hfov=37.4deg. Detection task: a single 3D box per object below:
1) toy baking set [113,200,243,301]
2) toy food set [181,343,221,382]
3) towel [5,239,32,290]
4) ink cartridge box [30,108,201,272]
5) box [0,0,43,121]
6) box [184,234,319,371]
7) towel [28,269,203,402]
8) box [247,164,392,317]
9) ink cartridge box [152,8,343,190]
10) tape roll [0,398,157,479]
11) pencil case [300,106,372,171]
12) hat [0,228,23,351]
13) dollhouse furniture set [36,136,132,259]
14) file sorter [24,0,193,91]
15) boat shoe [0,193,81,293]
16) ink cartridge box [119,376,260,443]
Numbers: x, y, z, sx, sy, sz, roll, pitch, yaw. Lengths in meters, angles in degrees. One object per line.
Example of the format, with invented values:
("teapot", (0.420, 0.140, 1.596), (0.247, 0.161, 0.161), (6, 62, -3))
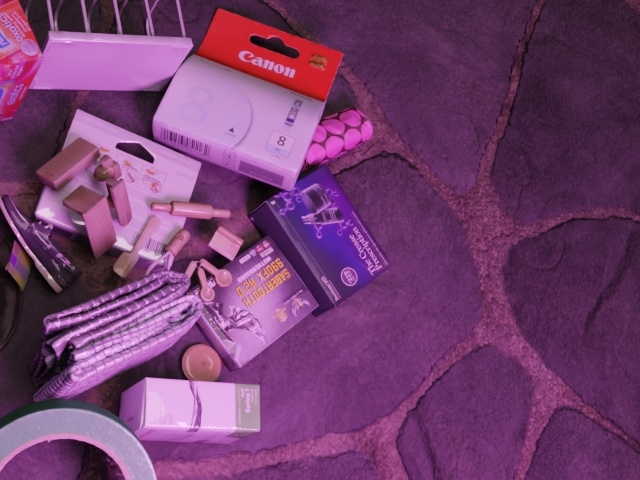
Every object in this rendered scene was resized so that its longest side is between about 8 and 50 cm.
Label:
("toy baking set", (-0.266, 0.014, 1.817), (0.256, 0.030, 0.196), (10, 68, -26))
("toy food set", (-0.230, 0.242, 1.829), (0.082, 0.020, 0.083), (-35, 90, -34))
("towel", (-0.542, 0.044, 1.698), (0.083, 0.009, 0.060), (-95, 165, -48))
("ink cartridge box", (-0.393, -0.093, 1.838), (0.275, 0.060, 0.239), (23, 62, -20))
("box", (-0.601, -0.309, 1.683), (0.123, 0.257, 0.128), (-20, 83, -35))
("box", (-0.142, 0.124, 1.899), (0.231, 0.056, 0.183), (-36, 91, -33))
("towel", (-0.368, 0.168, 1.654), (0.284, 0.235, 0.121), (-25, 82, -34))
("box", (0.000, 0.000, 1.999), (0.184, 0.103, 0.261), (-34, 90, -31))
("ink cartridge box", (-0.139, -0.323, 1.988), (0.308, 0.091, 0.385), (20, 63, 0))
("tape roll", (-0.430, 0.425, 1.549), (0.321, 0.077, 0.321), (-1, 92, -19))
("pencil case", (0.013, -0.231, 2.098), (0.209, 0.095, 0.098), (-25, 65, -35))
("hat", (-0.646, 0.065, 1.597), (0.331, 0.134, 0.331), (11, 67, -26))
("dollhouse furniture set", (-0.433, -0.080, 1.761), (0.151, 0.123, 0.144), (28, 55, 23))
("file sorter", (-0.428, -0.414, 1.858), (0.278, 0.193, 0.173), (-5, 72, -30))
("boat shoe", (-0.512, -0.004, 1.723), (0.065, 0.075, 0.206), (-34, 98, -12))
("ink cartridge box", (-0.240, 0.312, 1.714), (0.219, 0.160, 0.092), (9, 67, -27))
